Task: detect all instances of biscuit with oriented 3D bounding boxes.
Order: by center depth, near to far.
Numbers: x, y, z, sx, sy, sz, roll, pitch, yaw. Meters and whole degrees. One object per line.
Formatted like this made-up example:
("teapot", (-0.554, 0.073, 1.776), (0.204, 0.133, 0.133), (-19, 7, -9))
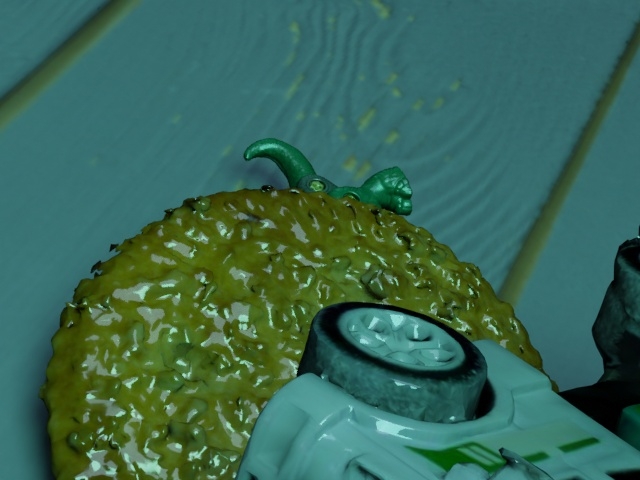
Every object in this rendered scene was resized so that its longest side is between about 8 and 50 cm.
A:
("biscuit", (0.004, 0.080, 0.690), (0.254, 0.035, 0.254), (12, 55, -18))

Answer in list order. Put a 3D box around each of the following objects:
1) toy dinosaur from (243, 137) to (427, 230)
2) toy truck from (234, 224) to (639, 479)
("toy dinosaur", (0.000, 0.000, 0.792), (0.096, 0.059, 0.132), (-13, 63, -29))
("toy truck", (0.130, 0.108, 0.550), (0.363, 0.176, 0.178), (-3, 26, -43))
